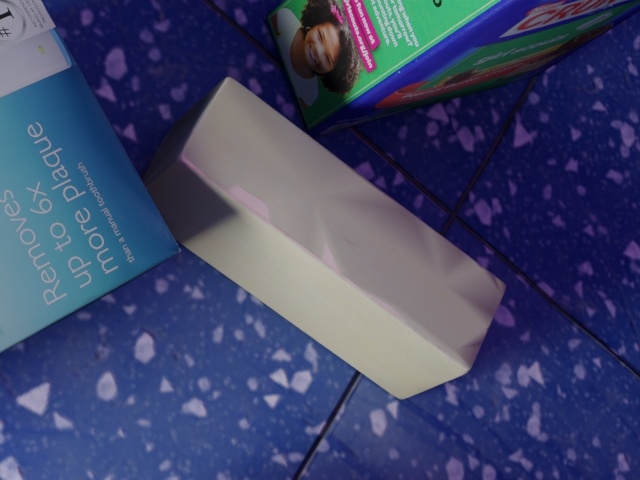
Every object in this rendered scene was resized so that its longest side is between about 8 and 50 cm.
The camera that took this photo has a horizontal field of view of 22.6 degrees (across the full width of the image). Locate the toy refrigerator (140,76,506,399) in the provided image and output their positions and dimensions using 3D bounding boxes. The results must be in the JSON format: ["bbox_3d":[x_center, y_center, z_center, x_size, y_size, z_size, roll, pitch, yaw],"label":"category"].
[{"bbox_3d":[0.000,0.000,1.206,0.269,0.102,0.094,36,59,-14],"label":"toy refrigerator"}]

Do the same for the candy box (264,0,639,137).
[{"bbox_3d":[0.150,-0.209,1.237,0.268,0.317,0.122,-18,82,-33],"label":"candy box"}]

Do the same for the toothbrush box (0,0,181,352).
[{"bbox_3d":[-0.277,-0.010,1.033,0.295,0.126,0.216,-29,92,-33],"label":"toothbrush box"}]
